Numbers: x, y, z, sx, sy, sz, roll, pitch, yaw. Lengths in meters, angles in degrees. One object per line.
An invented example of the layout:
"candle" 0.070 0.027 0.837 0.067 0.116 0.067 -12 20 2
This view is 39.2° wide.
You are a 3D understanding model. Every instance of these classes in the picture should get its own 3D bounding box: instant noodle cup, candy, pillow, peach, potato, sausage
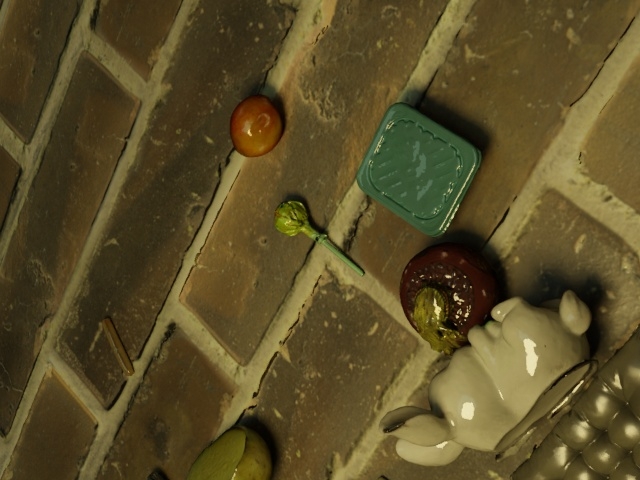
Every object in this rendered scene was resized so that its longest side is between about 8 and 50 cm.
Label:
"instant noodle cup" 0.158 -0.110 1.369 0.179 0.070 0.157 37 115 28
"candy" 0.000 0.000 1.523 0.194 0.058 0.062 38 85 16
"pillow" 0.426 0.302 1.212 0.228 0.101 0.326 46 119 26
"peach" -0.113 -0.194 1.540 0.100 0.100 0.101 6 100 36
"potato" -0.164 0.453 1.660 0.111 0.160 0.272 30 125 -17
"sausage" -0.424 0.224 1.879 0.024 0.024 0.132 -37 73 34

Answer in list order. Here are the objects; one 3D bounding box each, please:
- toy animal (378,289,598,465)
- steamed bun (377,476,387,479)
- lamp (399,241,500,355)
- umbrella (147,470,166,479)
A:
"toy animal" 0.240 0.205 1.256 0.325 0.208 0.154 -37 56 -4
"steamed bun" 0.058 0.539 1.446 0.428 0.189 0.247 -35 79 13
"lamp" 0.186 0.082 1.334 0.157 0.135 0.156 53 122 21
"umbrella" -0.278 0.565 1.797 0.066 0.059 0.236 -42 71 7
